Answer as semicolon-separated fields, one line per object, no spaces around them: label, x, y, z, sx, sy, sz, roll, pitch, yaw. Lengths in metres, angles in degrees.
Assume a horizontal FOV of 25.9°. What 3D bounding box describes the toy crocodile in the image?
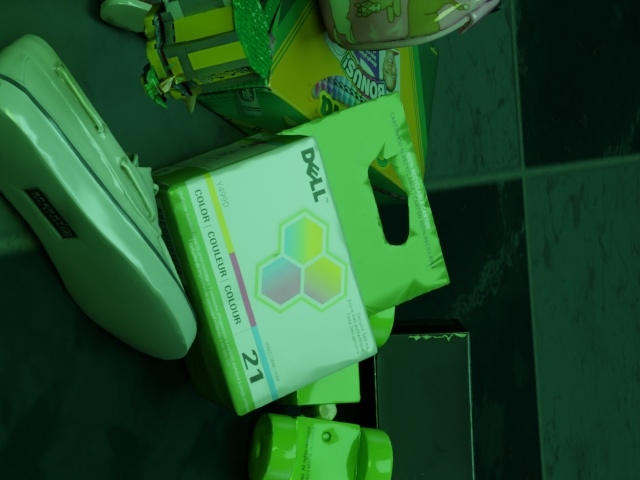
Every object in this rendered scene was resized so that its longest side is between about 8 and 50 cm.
toy crocodile;-0.005;0.129;1.227;0.115;0.105;0.341;6;80;-19

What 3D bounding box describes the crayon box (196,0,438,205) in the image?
crayon box;0.005;-0.154;1.270;0.278;0.081;0.165;32;61;-53

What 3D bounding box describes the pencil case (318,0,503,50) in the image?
pencil case;0.046;-0.351;1.109;0.160;0.167;0.386;-113;-172;-76

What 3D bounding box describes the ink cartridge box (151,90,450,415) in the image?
ink cartridge box;0.000;0.000;1.118;0.255;0.097;0.189;-22;104;-23

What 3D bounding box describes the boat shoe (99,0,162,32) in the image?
boat shoe;-0.119;-0.180;1.098;0.137;0.049;0.043;16;58;-45

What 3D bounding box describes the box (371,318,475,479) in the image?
box;0.097;0.159;1.331;0.158;0.093;0.156;-29;116;-87

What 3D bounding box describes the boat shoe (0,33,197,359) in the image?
boat shoe;-0.159;-0.027;0.997;0.267;0.096;0.088;55;49;-29

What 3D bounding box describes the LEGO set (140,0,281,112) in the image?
LEGO set;-0.139;-0.236;0.969;0.331;0.192;0.255;-82;154;-48
